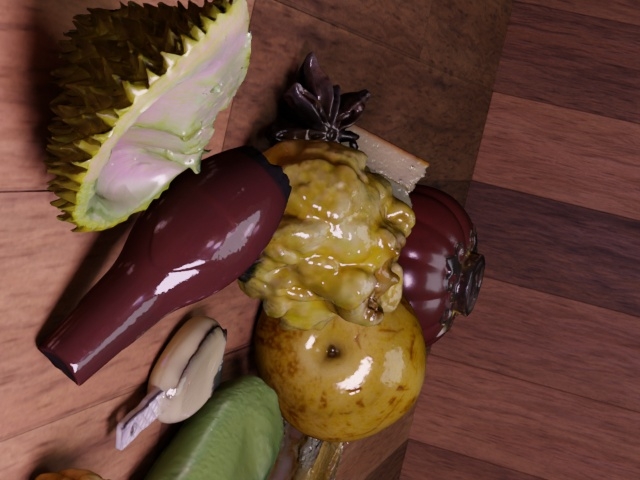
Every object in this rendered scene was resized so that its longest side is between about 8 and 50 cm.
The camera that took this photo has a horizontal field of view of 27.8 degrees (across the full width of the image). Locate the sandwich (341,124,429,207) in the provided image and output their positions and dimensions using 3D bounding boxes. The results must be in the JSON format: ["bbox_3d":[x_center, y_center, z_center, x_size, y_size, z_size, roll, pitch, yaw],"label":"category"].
[{"bbox_3d":[0.066,-0.101,1.986,0.220,0.186,0.108,71,34,-64],"label":"sandwich"}]

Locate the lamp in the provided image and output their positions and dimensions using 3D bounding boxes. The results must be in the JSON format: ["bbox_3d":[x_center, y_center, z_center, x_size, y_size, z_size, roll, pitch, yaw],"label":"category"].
[{"bbox_3d":[0.159,0.048,2.324,0.303,0.257,0.303,15,90,-74],"label":"lamp"}]

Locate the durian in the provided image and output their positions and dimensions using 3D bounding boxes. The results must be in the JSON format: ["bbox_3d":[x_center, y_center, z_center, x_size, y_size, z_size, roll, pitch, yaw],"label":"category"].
[{"bbox_3d":[-0.158,-0.099,1.145,0.352,0.169,0.158,124,-32,-67],"label":"durian"}]

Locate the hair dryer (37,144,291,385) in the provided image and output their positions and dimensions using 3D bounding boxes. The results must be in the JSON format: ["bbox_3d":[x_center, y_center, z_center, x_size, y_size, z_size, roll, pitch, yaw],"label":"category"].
[{"bbox_3d":[-0.174,0.055,1.435,0.312,0.123,0.340,-45,175,-18],"label":"hair dryer"}]

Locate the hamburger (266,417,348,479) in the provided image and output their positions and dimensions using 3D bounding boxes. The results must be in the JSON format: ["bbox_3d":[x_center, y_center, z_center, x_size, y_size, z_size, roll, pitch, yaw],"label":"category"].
[{"bbox_3d":[-0.047,0.373,2.123,0.211,0.133,0.308,80,29,-58],"label":"hamburger"}]

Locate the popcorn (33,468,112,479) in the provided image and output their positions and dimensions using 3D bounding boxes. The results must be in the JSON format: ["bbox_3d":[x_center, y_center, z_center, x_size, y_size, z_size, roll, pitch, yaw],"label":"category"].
[{"bbox_3d":[-0.246,0.326,1.358,0.194,0.163,0.140,47,31,-36],"label":"popcorn"}]

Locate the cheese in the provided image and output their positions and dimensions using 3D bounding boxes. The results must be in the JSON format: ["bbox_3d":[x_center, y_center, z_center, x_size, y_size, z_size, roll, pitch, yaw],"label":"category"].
[{"bbox_3d":[-0.188,0.186,1.585,0.251,0.054,0.127,-42,145,-63],"label":"cheese"}]

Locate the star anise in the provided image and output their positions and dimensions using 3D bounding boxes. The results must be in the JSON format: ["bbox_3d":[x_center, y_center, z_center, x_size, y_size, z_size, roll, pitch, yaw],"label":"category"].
[{"bbox_3d":[-0.001,-0.143,1.838,0.209,0.089,0.231,-39,129,-33],"label":"star anise"}]

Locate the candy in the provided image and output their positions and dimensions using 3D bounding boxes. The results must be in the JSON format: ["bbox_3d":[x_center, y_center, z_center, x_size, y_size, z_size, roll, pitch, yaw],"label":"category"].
[{"bbox_3d":[-0.152,0.302,1.714,0.142,0.132,0.343,56,27,-9],"label":"candy"}]

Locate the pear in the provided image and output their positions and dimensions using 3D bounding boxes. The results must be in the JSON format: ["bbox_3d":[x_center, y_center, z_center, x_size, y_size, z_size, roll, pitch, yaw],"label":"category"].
[{"bbox_3d":[0.031,0.170,1.961,0.281,0.281,0.280,15,90,-75],"label":"pear"}]

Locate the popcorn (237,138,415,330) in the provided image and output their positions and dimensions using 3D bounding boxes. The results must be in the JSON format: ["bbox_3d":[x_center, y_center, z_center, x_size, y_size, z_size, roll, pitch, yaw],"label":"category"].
[{"bbox_3d":[0.000,0.000,1.719,0.286,0.252,0.215,82,14,-48],"label":"popcorn"}]
